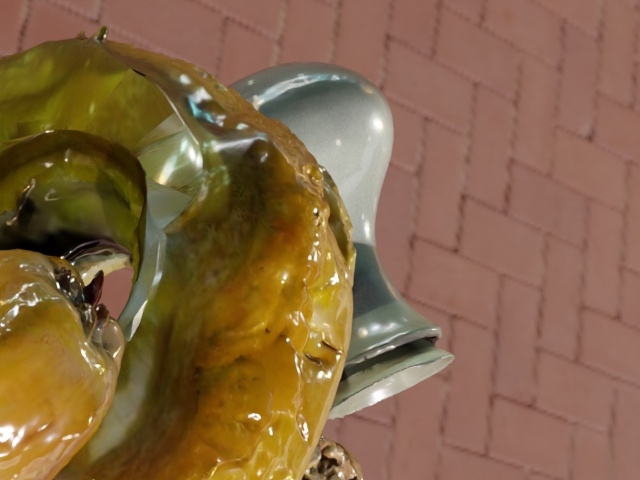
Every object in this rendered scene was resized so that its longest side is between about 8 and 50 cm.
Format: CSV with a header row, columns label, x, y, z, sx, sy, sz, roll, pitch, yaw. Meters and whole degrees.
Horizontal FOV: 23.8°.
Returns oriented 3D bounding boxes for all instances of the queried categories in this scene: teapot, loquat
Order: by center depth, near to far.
label,x,y,z,sx,sy,sz,roll,pitch,yaw
loquat,-0.153,0.057,0.669,0.137,0.137,0.113,-40,116,-38
teapot,0.000,0.000,1.138,0.183,0.183,0.251,-14,73,-41

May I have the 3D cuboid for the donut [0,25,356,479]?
label,x,y,z,sx,sy,sz,roll,pitch,yaw
donut,-0.129,0.034,0.838,0.160,0.330,0.330,72,33,-59

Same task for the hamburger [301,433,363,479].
label,x,y,z,sx,sy,sz,roll,pitch,yaw
hamburger,-0.088,0.225,1.069,0.146,0.243,0.286,41,74,-1
